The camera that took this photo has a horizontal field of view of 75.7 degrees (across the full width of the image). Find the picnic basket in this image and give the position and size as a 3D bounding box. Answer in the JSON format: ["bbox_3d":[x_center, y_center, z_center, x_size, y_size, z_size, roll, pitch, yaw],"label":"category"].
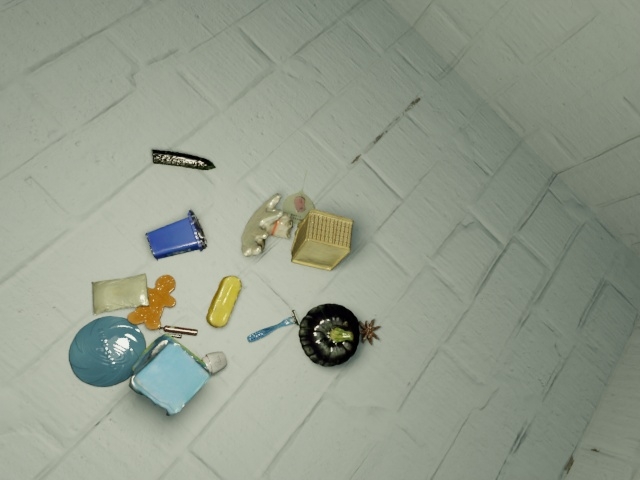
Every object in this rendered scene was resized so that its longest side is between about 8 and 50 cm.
[{"bbox_3d":[0.000,0.000,1.962,0.228,0.313,0.175,14,63,-13],"label":"picnic basket"}]

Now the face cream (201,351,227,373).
[{"bbox_3d":[-0.463,0.531,1.795,0.095,0.091,0.091,-15,81,-29],"label":"face cream"}]

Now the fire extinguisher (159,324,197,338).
[{"bbox_3d":[-0.631,0.401,1.808,0.173,0.035,0.048,12,111,-15],"label":"fire extinguisher"}]

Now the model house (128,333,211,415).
[{"bbox_3d":[-0.603,0.510,1.651,0.237,0.303,0.215,45,75,-14],"label":"model house"}]

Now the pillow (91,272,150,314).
[{"bbox_3d":[-0.852,0.228,1.754,0.230,0.050,0.148,-8,69,-10],"label":"pillow"}]

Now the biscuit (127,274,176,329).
[{"bbox_3d":[-0.715,0.265,1.801,0.166,0.036,0.249,19,64,2],"label":"biscuit"}]

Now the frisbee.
[{"bbox_3d":[-0.878,0.456,1.702,0.290,0.049,0.288,4,76,-17],"label":"frisbee"}]

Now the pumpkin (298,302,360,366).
[{"bbox_3d":[0.047,0.431,1.885,0.296,0.296,0.295,4,75,-17],"label":"pumpkin"}]

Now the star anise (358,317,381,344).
[{"bbox_3d":[0.237,0.457,2.061,0.141,0.042,0.140,6,73,-19],"label":"star anise"}]

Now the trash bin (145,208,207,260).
[{"bbox_3d":[-0.643,-0.018,1.844,0.235,0.162,0.183,-19,82,-15],"label":"trash bin"}]

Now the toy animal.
[{"bbox_3d":[-0.246,-0.025,1.955,0.267,0.188,0.307,-26,44,9],"label":"toy animal"}]

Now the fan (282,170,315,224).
[{"bbox_3d":[-0.100,-0.227,2.143,0.183,0.010,0.309,12,74,-14],"label":"fan"}]

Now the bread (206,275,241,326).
[{"bbox_3d":[-0.435,0.275,1.869,0.102,0.094,0.245,25,71,-20],"label":"bread"}]

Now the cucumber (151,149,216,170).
[{"bbox_3d":[-0.653,-0.384,1.976,0.301,0.072,0.071,5,75,-17],"label":"cucumber"}]

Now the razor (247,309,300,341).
[{"bbox_3d":[-0.222,0.412,1.927,0.254,0.042,0.081,-22,84,-19],"label":"razor"}]
